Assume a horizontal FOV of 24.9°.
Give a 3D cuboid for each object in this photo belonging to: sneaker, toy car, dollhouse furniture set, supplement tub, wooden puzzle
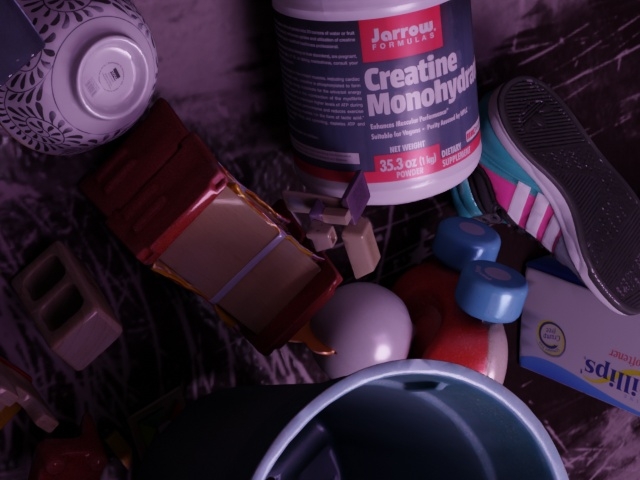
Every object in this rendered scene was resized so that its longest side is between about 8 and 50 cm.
[{"bbox_3d":[0.246,-0.034,1.634,0.123,0.178,0.296,-36,96,-26],"label":"sneaker"},{"bbox_3d":[0.069,0.094,1.559,0.237,0.210,0.219,9,115,-14],"label":"toy car"},{"bbox_3d":[0.000,0.000,1.375,0.091,0.081,0.114,-61,146,-37],"label":"dollhouse furniture set"},{"bbox_3d":[0.054,-0.188,1.406,0.191,0.191,0.272,-25,120,-32],"label":"supplement tub"},{"bbox_3d":[-0.161,0.194,1.476,0.116,0.014,0.079,-37,126,-26],"label":"wooden puzzle"},{"bbox_3d":[-0.188,0.078,1.350,0.374,0.152,0.201,-45,132,2],"label":"dollhouse furniture set"}]

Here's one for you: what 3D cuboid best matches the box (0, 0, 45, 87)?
[{"bbox_3d":[-0.325,-0.145,1.116,0.158,0.156,0.093,-47,129,-19],"label":"box"}]

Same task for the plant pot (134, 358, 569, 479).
[{"bbox_3d":[-0.002,0.269,1.328,0.341,0.334,0.341,0,89,-29],"label":"plant pot"}]

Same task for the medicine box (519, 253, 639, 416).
[{"bbox_3d":[0.439,0.099,1.791,0.289,0.263,0.149,-13,113,-38],"label":"medicine box"}]

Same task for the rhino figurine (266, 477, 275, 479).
[{"bbox_3d":[-0.086,0.292,1.531,0.106,0.073,0.243,15,91,-47],"label":"rhino figurine"}]

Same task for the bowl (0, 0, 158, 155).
[{"bbox_3d":[-0.202,-0.150,1.274,0.170,0.080,0.170,-14,113,-37],"label":"bowl"}]
